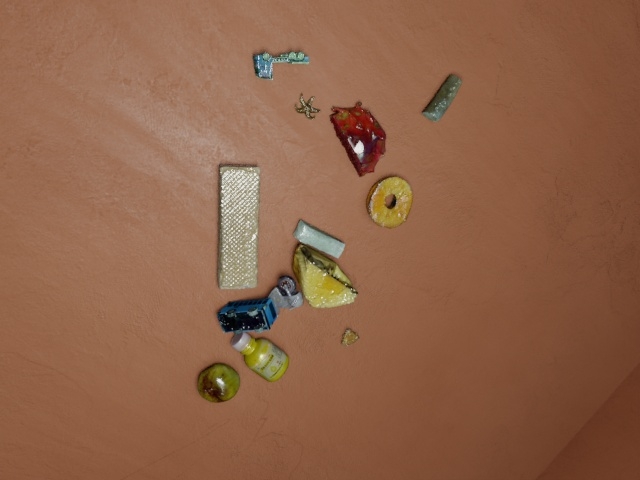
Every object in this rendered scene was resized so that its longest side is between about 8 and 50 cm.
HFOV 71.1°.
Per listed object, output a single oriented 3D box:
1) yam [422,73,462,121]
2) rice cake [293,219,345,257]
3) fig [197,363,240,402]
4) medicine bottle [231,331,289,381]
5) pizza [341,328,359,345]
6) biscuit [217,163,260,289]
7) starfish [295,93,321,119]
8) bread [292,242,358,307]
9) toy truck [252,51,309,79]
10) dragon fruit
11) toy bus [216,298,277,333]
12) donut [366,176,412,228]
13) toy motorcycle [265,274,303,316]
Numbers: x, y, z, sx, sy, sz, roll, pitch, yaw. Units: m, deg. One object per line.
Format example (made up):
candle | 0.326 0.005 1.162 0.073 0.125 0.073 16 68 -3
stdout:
yam | 0.440 -0.505 1.598 0.068 0.068 0.169 35 94 -23
rice cake | -0.001 0.000 1.611 0.207 0.063 0.069 29 98 -22
fig | -0.366 0.517 1.620 0.153 0.120 0.135 19 104 -22
medicine bottle | -0.226 0.414 1.633 0.122 0.122 0.212 -47 114 0
pizza | 0.116 0.377 1.782 0.083 0.025 0.078 -14 115 -20
biscuit | -0.273 -0.039 1.506 0.144 0.078 0.425 0 107 -18
starfish | -0.045 -0.443 1.484 0.078 0.028 0.091 -34 110 -12
bread | -0.007 0.128 1.583 0.162 0.204 0.262 -44 119 10
toy truck | -0.123 -0.551 1.411 0.175 0.067 0.081 -9 114 -18
dragon fruit | 0.157 -0.353 1.521 0.161 0.126 0.274 -32 113 -5
toy bus | -0.254 0.261 1.557 0.185 0.106 0.090 -7 113 21
donut | 0.247 -0.143 1.643 0.174 0.074 0.190 4 101 -17
toy motorcycle | -0.136 0.217 1.591 0.122 0.080 0.215 44 122 5
